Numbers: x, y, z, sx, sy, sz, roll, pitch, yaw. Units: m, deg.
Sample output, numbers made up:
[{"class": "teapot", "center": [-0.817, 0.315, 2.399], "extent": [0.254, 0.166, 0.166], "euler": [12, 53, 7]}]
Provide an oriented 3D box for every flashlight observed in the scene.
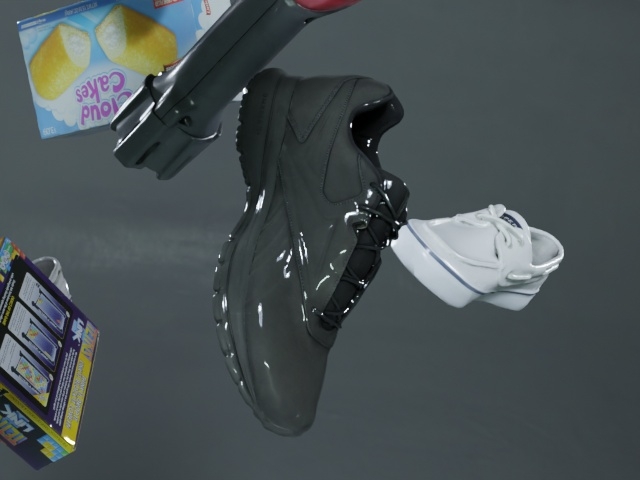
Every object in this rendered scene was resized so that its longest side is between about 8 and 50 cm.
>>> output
[{"class": "flashlight", "center": [-0.048, -0.174, 0.776], "extent": [0.103, 0.304, 0.103], "euler": [23, 38, -40]}]

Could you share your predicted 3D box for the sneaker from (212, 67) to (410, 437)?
[{"class": "sneaker", "center": [0.000, 0.000, 0.696], "extent": [0.130, 0.286, 0.109], "euler": [-1, -14, 19]}]

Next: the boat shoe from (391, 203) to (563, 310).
[{"class": "boat shoe", "center": [0.150, 0.005, 0.866], "extent": [0.095, 0.084, 0.258], "euler": [51, 21, 23]}]

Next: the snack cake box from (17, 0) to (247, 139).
[{"class": "snack cake box", "center": [-0.230, -0.219, 1.149], "extent": [0.264, 0.152, 0.089], "euler": [-8, 5, 28]}]

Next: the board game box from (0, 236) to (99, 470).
[{"class": "board game box", "center": [-0.270, 0.098, 0.850], "extent": [0.048, 0.141, 0.170], "euler": [-29, 29, 13]}]

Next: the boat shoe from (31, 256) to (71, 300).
[{"class": "boat shoe", "center": [-0.353, 0.084, 1.051], "extent": [0.096, 0.088, 0.267], "euler": [-1, 14, 15]}]
